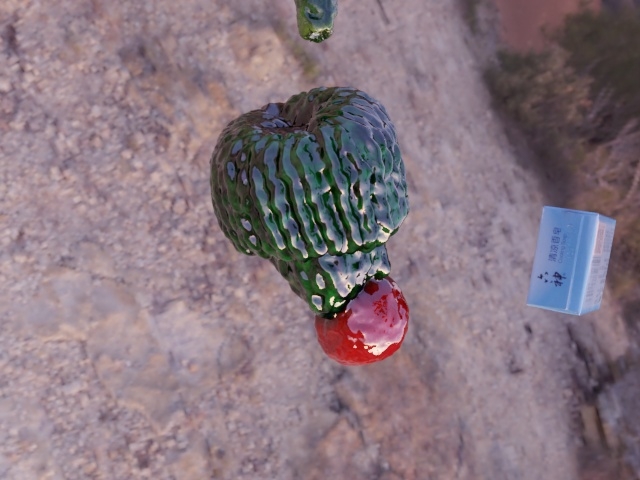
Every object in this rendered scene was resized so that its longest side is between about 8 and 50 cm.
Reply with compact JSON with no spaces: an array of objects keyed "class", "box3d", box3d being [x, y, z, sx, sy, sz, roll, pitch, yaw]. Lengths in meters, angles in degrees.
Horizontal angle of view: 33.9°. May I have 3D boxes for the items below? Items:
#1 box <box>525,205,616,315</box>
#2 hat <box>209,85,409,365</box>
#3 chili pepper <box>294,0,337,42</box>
[{"class":"box","box3d":[0.370,0.029,1.535,0.232,0.083,0.143,2,97,-70]},{"class":"hat","box3d":[0.000,0.000,1.254,0.274,0.242,0.332,-65,142,-67]},{"class":"chili pepper","box3d":[-0.035,-0.305,1.166,0.073,0.050,0.182,-35,85,-28]}]
